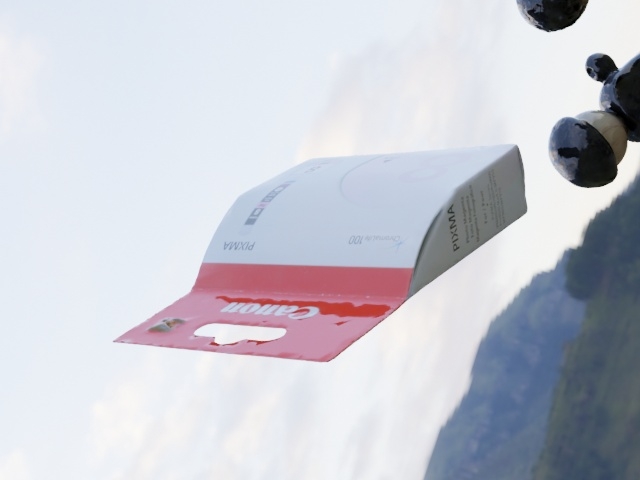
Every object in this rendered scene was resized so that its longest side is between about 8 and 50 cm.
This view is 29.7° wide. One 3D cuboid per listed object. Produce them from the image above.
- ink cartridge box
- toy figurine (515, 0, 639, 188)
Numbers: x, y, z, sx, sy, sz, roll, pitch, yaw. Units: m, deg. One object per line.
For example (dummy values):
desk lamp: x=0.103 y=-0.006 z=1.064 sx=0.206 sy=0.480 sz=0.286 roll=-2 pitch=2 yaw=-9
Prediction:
ink cartridge box: x=0.000 y=0.000 z=0.788 sx=0.232 sy=0.189 sz=0.066 roll=-26 pitch=-70 yaw=-47
toy figurine: x=0.238 y=-0.116 z=0.795 sx=0.148 sy=0.213 sz=0.210 roll=-39 pitch=-50 yaw=-13
